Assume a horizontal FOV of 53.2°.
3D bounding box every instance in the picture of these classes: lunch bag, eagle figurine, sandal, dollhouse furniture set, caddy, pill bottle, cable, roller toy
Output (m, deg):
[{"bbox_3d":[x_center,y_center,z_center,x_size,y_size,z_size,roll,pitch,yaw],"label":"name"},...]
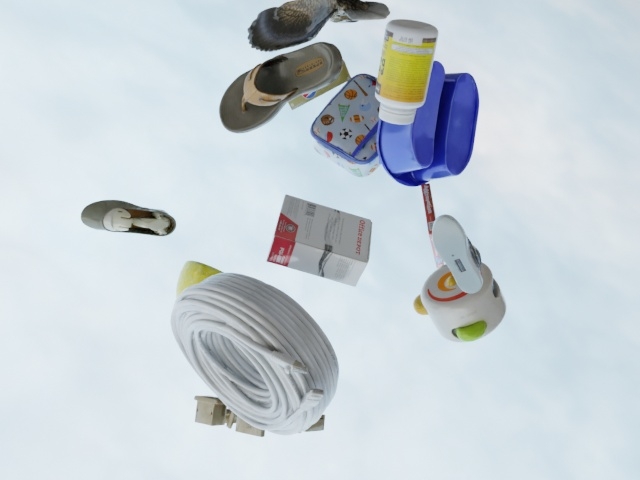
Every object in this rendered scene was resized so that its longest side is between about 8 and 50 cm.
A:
[{"bbox_3d":[0.135,-0.342,1.863,0.243,0.115,0.303,33,-109,20],"label":"lunch bag"},{"bbox_3d":[0.001,-0.500,1.330,0.226,0.298,0.225,16,-116,-19],"label":"eagle figurine"},{"bbox_3d":[-0.070,-0.238,0.979,0.060,0.219,0.090,-13,-96,-69],"label":"sandal"},{"bbox_3d":[-0.104,0.281,1.145,0.181,0.160,0.101,18,-105,-54],"label":"dollhouse furniture set"},{"bbox_3d":[0.275,-0.313,1.698,0.241,0.342,0.179,10,178,-33],"label":"caddy"},{"bbox_3d":[0.188,-0.375,1.432,0.117,0.215,0.117,6,-151,-3],"label":"pill bottle"},{"bbox_3d":[-0.095,0.156,0.887,0.257,0.257,0.089,37,-126,14],"label":"cable"},{"bbox_3d":[0.357,0.146,1.619,0.191,0.209,0.146,-43,-61,-19],"label":"roller toy"}]

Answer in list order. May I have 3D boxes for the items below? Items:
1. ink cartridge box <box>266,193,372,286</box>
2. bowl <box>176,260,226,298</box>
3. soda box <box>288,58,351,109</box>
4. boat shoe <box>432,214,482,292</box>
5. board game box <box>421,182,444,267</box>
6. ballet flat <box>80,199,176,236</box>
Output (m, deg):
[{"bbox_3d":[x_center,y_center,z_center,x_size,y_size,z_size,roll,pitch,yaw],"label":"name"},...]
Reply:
[{"bbox_3d":[0.000,0.000,0.916,0.135,0.056,0.099,17,-140,-5],"label":"ink cartridge box"},{"bbox_3d":[-0.243,0.189,1.545,0.289,0.289,0.156,31,-109,-4],"label":"bowl"},{"bbox_3d":[-0.014,-0.421,1.693,0.058,0.181,0.061,60,-177,-42],"label":"soda box"},{"bbox_3d":[0.273,0.013,1.276,0.183,0.065,0.083,62,-155,-24],"label":"boat shoe"},{"bbox_3d":[0.314,-0.034,1.778,0.027,0.281,0.145,-9,-112,11],"label":"board game box"},{"bbox_3d":[-0.416,-0.047,1.413,0.213,0.072,0.068,4,-165,-43],"label":"ballet flat"}]
